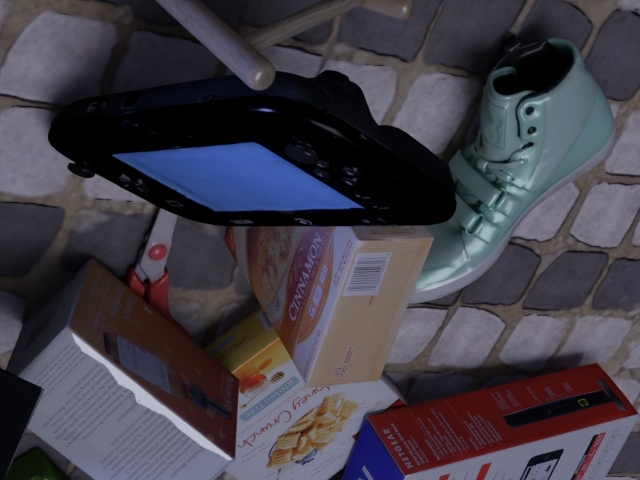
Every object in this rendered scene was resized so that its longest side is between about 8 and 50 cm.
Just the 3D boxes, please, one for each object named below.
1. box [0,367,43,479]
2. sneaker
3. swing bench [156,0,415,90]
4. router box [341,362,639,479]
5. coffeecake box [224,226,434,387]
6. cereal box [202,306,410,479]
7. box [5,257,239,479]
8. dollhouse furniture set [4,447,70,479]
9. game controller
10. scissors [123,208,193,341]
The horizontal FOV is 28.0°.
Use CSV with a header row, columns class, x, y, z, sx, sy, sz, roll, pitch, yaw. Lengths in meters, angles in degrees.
class,x,y,z,sx,sy,sz,roll,pitch,yaw
box,-0.356,0.085,0.889,0.261,0.184,0.103,32,75,-42
sneaker,0.130,-0.067,1.087,0.256,0.094,0.151,-42,141,-4
swing bench,-0.063,-0.268,0.740,0.165,0.254,0.253,-33,146,-45
router box,0.150,0.299,1.384,0.301,0.082,0.335,-8,134,-30
coffeecake box,0.000,0.000,1.013,0.068,0.185,0.142,-2,127,-28
cereal box,-0.030,0.156,1.215,0.173,0.047,0.240,-37,139,5
box,-0.157,0.120,1.031,0.170,0.130,0.091,41,106,-18
dollhouse furniture set,-0.304,0.249,1.058,0.151,0.197,0.301,-29,135,-1
game controller,-0.055,-0.053,0.880,0.166,0.319,0.067,39,67,-33
scissors,-0.150,0.024,1.071,0.109,0.021,0.297,-9,131,-21
